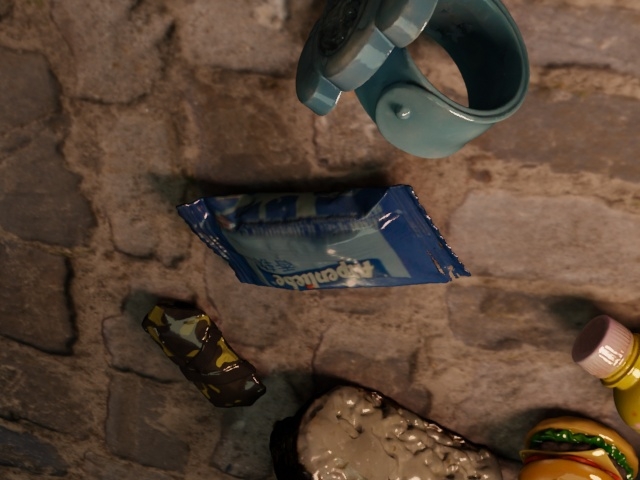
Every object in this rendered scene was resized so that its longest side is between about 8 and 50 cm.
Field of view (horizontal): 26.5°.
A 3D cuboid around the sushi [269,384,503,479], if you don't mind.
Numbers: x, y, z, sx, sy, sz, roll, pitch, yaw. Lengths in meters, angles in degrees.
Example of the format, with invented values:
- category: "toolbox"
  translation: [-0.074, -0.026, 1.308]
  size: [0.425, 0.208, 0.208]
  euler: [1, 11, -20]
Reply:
- category: "sushi"
  translation: [0.084, 0.362, 1.923]
  size: [0.348, 0.234, 0.207]
  euler: [33, 144, -5]

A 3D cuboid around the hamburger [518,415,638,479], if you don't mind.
- category: "hamburger"
  translation: [0.339, 0.307, 1.802]
  size: [0.162, 0.115, 0.162]
  euler: [16, 144, 12]

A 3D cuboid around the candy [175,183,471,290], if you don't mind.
- category: "candy"
  translation: [0.000, 0.000, 1.651]
  size: [0.331, 0.077, 0.187]
  euler: [-1, 143, 31]

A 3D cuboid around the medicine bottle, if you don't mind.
- category: "medicine bottle"
  translation: [0.398, 0.171, 1.599]
  size: [0.212, 0.122, 0.122]
  euler: [34, 142, -13]

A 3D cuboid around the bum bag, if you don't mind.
- category: "bum bag"
  translation: [-0.165, 0.165, 1.952]
  size: [0.106, 0.060, 0.232]
  euler: [-15, 131, 29]

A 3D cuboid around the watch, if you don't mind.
- category: "watch"
  translation: [0.101, -0.186, 1.296]
  size: [0.193, 0.211, 0.211]
  euler: [24, 146, -24]
